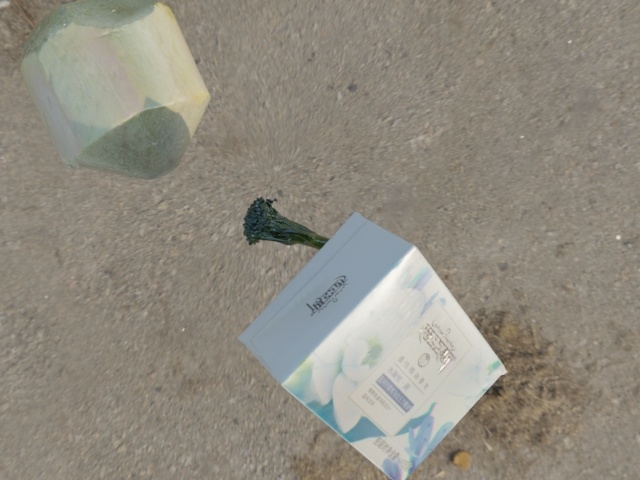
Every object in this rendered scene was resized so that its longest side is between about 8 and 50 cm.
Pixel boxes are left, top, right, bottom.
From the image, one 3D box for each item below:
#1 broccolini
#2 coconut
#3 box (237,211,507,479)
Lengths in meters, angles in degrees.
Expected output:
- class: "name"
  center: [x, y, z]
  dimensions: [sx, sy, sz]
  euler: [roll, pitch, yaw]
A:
- class: "broccolini"
  center: [-0.001, 0.002, 0.961]
  dimensions: [0.216, 0.058, 0.067]
  euler: [18, 63, -19]
- class: "coconut"
  center: [-0.275, -0.200, 1.001]
  dimensions: [0.239, 0.239, 0.244]
  euler: [-27, 91, -1]
- class: "box"
  center: [0.071, 0.135, 0.852]
  dimensions: [0.203, 0.116, 0.274]
  euler: [-46, 128, -7]
